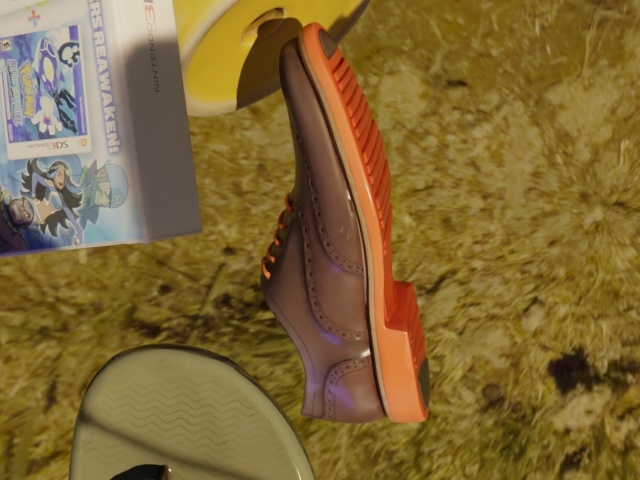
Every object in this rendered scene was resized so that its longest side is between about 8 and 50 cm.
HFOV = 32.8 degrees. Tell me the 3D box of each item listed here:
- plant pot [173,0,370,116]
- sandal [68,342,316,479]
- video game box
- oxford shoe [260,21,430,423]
[{"bbox_3d":[-0.094,-0.221,0.704,0.254,0.254,0.239,-38,76,12],"label":"plant pot"},{"bbox_3d":[-0.057,0.195,0.476,0.120,0.086,0.302,-1,80,0],"label":"sandal"},{"bbox_3d":[-0.152,-0.093,0.507,0.187,0.048,0.205,-5,93,33],"label":"video game box"},{"bbox_3d":[0.000,0.000,0.696,0.098,0.097,0.271,-9,106,13],"label":"oxford shoe"}]
